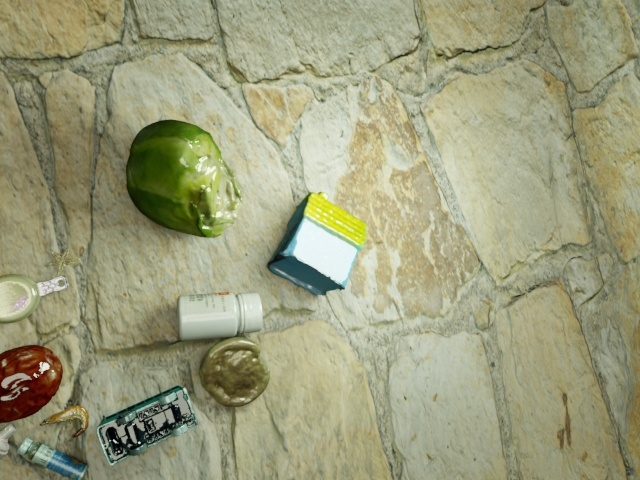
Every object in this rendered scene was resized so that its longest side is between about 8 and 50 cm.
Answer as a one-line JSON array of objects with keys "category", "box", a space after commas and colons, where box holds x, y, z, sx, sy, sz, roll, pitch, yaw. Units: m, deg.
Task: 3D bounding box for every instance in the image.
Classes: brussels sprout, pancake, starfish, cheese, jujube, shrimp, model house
[{"category": "brussels sprout", "box": [-0.404, -0.181, 1.545, 0.371, 0.315, 0.275, 58, 38, -41]}, {"category": "pancake", "box": [-0.264, 0.416, 1.621, 0.223, 0.042, 0.236, -5, 107, -21]}, {"category": "starfish", "box": [-0.765, 0.064, 1.541, 0.086, 0.016, 0.092, 14, 75, -15]}, {"category": "cheese", "box": [-0.842, 0.152, 1.482, 0.228, 0.064, 0.137, -19, 94, -18]}, {"category": "jujube", "box": [-0.841, 0.398, 1.391, 0.290, 0.197, 0.197, -29, 94, -3]}, {"category": "shrimp", "box": [-0.737, 0.529, 1.497, 0.127, 0.025, 0.090, -7, 88, -21]}, {"category": "model house", "box": [0.000, 0.000, 1.700, 0.237, 0.215, 0.303, 30, 72, -12]}]

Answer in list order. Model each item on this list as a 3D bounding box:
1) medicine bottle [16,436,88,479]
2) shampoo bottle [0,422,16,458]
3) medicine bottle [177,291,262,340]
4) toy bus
[{"category": "medicine bottle", "box": [-0.756, 0.621, 1.468, 0.191, 0.051, 0.051, 32, 76, -13]}, {"category": "shampoo bottle", "box": [-0.950, 0.614, 1.384, 0.303, 0.092, 0.092, -43, 98, -17]}, {"category": "medicine bottle", "box": [-0.312, 0.232, 1.605, 0.252, 0.144, 0.144, -1, 85, -16]}, {"category": "toy bus", "box": [-0.504, 0.530, 1.510, 0.256, 0.147, 0.128, -20, 90, -24]}]
